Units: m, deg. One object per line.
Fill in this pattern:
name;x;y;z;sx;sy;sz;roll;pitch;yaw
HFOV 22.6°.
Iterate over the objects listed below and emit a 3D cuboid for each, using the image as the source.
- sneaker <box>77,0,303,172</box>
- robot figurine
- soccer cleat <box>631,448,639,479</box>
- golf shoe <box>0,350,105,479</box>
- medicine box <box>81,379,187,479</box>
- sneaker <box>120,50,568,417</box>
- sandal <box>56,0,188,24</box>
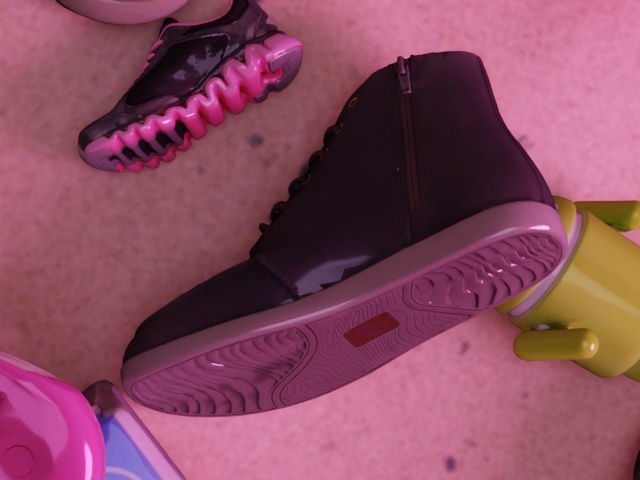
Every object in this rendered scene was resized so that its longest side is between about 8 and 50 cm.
sneaker;-0.070;-0.078;0.775;0.119;0.047;0.057;-31;73;-9
robot figurine;0.129;0.023;0.792;0.115;0.067;0.101;33;57;-7
soccer cleat;0.201;0.169;0.799;0.116;0.108;0.318;44;79;-30
golf shoe;-0.224;0.082;0.630;0.306;0.140;0.115;-4;94;10
medicine box;-0.113;0.255;0.708;0.263;0.149;0.289;-37;95;-8
sneaker;0.000;0.000;0.775;0.222;0.083;0.118;-23;57;8
sandal;-0.104;-0.254;0.741;0.120;0.086;0.303;-13;92;-10
